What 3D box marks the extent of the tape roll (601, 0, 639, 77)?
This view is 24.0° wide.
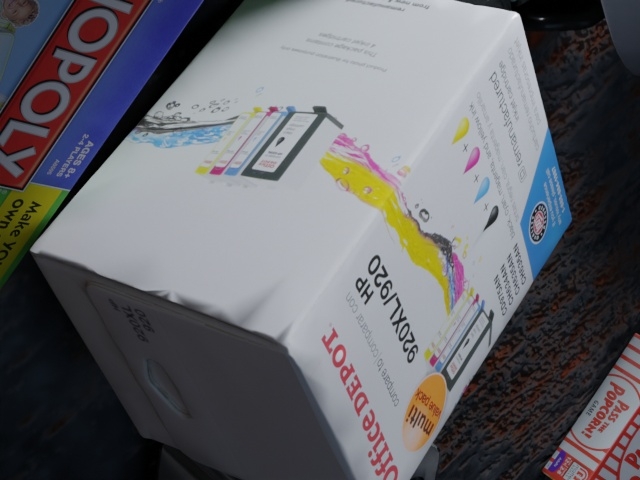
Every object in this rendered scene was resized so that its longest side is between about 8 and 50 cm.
[{"bbox_3d":[0.218,-0.211,0.915,0.219,0.072,0.219,-5,90,-67],"label":"tape roll"}]

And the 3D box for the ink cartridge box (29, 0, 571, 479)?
[{"bbox_3d":[0.000,0.000,0.814,0.232,0.168,0.171,-54,143,-27],"label":"ink cartridge box"}]

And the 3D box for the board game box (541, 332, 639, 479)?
[{"bbox_3d":[0.293,0.183,1.346,0.146,0.045,0.193,-56,139,0],"label":"board game box"}]

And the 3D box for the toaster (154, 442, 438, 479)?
[{"bbox_3d":[-0.021,0.181,0.996,0.168,0.110,0.185,-13,123,-39],"label":"toaster"}]

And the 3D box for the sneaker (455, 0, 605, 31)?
[{"bbox_3d":[0.071,-0.186,0.852,0.267,0.106,0.101,15,106,-46],"label":"sneaker"}]

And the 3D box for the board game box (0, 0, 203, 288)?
[{"bbox_3d":[-0.160,-0.110,0.658,0.213,0.046,0.317,14,122,-46],"label":"board game box"}]
